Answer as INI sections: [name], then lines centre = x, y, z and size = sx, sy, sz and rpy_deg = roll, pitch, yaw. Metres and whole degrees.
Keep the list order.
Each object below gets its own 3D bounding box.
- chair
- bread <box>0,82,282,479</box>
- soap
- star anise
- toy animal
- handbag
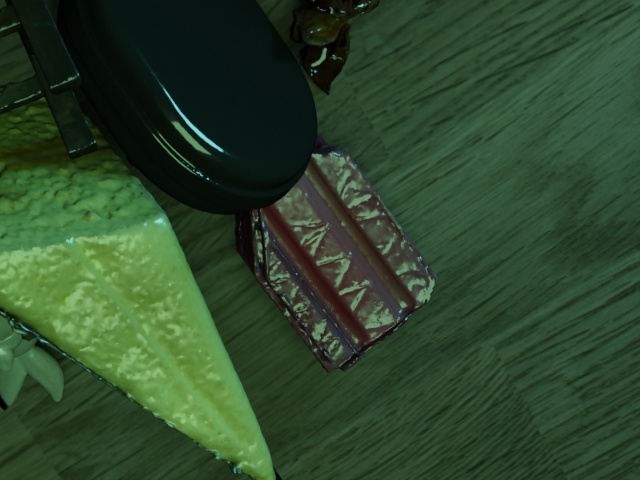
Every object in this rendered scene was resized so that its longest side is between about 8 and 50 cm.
[chair]
centre = -0.382, -0.247, 1.348
size = 0.241, 0.203, 0.416
rpy_deg = -22, 76, -7
[bread]
centre = -0.247, 0.063, 1.538
size = 0.242, 0.346, 0.404
rpy_deg = -23, 116, -14
[soap]
centre = 0.000, 0.000, 1.689
size = 0.162, 0.099, 0.250
rpy_deg = -36, 111, -2
[star anise]
centre = -0.024, -0.248, 1.633
size = 0.144, 0.158, 0.140
rpy_deg = 23, 89, 15
[toy animal]
centre = -0.340, 0.103, 1.625
size = 0.131, 0.181, 0.127
rpy_deg = -3, 76, -1
[handbag]
centre = -0.127, -0.167, 1.538
size = 0.093, 0.254, 0.308
rpy_deg = -35, 89, 36
